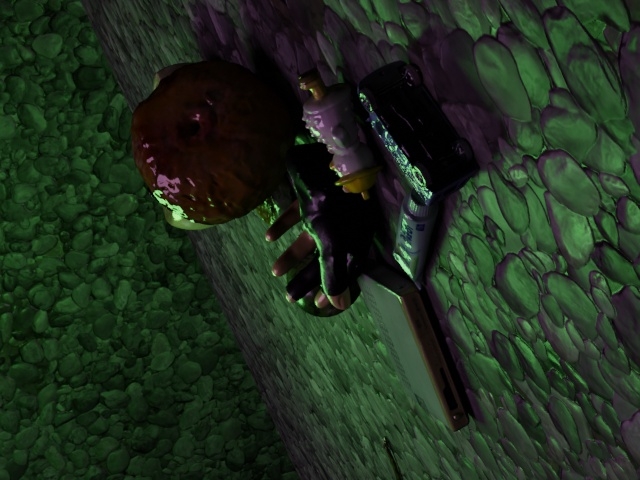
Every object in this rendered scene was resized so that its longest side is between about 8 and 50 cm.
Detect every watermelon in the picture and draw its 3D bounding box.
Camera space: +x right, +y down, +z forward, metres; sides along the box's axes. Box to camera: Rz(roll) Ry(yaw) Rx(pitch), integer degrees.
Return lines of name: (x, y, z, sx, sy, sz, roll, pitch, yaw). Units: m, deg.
watermelon: (0.009, 0.055, 1.820, 0.141, 0.140, 0.187, 57, 162, 21)

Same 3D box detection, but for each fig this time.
fig: (-0.159, -0.142, 1.843, 0.286, 0.286, 0.369, 55, -177, 26)

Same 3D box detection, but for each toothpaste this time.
toothpaste: (0.131, -0.006, 1.453, 0.075, 0.048, 0.297, 54, 169, 17)

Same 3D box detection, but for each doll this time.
doll: (0.029, -0.149, 1.466, 0.129, 0.081, 0.207, -101, -14, -69)

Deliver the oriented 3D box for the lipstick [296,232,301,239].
lipstick: (-0.002, 0.039, 2.073, 0.176, 0.027, 0.027, 51, 163, 44)

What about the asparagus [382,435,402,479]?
asparagus: (0.167, 0.516, 2.406, 0.016, 0.016, 0.163, -104, -6, -58)

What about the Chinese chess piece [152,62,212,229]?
Chinese chess piece: (-0.256, -0.190, 2.096, 0.338, 0.140, 0.338, 174, 90, -75)

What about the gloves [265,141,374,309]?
gloves: (0.007, -0.005, 1.653, 0.197, 0.152, 0.301, -116, 34, -43)

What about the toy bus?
toy bus: (0.109, -0.126, 1.223, 0.167, 0.073, 0.076, 58, 168, 14)

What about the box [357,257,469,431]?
box: (0.150, 0.168, 1.716, 0.270, 0.045, 0.211, 66, 166, -20)

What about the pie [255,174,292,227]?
pie: (-0.122, -0.127, 2.121, 0.240, 0.054, 0.240, 55, 165, 23)
